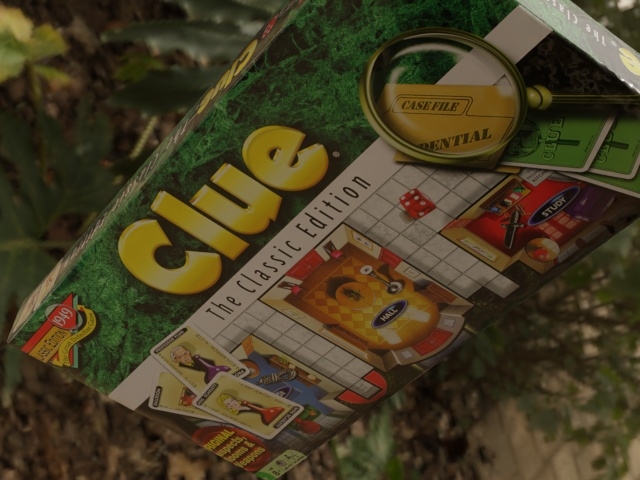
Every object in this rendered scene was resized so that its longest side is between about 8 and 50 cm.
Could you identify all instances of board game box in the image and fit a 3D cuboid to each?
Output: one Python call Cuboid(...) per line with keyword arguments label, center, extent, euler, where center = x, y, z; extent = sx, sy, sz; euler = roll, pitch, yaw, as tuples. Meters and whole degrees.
Cuboid(label="board game box", center=(0.000, 0.000, 0.448), extent=(0.136, 0.259, 0.030), euler=(33, 42, -17))
